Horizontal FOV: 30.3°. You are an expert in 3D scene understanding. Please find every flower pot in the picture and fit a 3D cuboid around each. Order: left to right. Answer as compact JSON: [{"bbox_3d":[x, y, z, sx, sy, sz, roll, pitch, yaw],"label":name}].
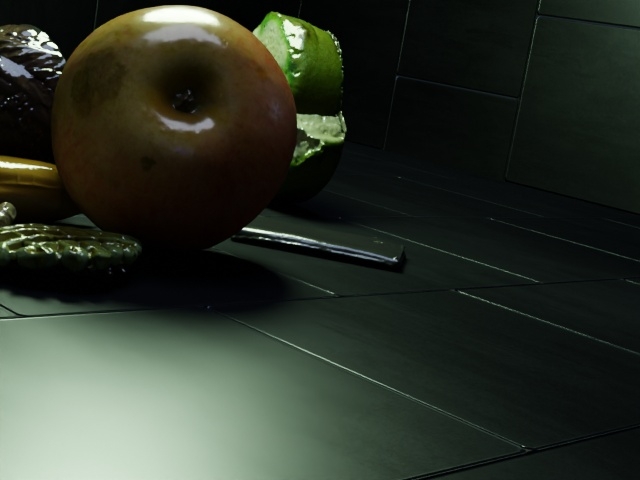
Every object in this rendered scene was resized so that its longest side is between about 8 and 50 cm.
[{"bbox_3d":[-0.543,-0.186,1.837,0.267,0.266,0.267,-20,25,-31],"label":"flower pot"}]

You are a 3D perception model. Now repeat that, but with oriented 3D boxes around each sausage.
[{"bbox_3d":[-0.454,-0.073,1.742,0.328,0.112,0.112,4,12,-40],"label":"sausage"}]

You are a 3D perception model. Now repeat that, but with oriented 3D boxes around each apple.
[{"bbox_3d":[-0.210,-0.168,1.696,0.364,0.363,0.364,9,10,-2],"label":"apple"}]

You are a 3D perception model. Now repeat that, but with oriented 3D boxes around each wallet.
[{"bbox_3d":[0.000,0.001,1.955,0.286,0.030,0.146,12,14,6],"label":"wallet"}]

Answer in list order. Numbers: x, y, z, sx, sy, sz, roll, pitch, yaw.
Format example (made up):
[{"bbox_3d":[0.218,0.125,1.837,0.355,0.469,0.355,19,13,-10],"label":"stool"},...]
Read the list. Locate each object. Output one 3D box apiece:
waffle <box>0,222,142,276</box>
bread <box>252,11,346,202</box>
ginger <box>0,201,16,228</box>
[{"bbox_3d":[-0.337,0.012,1.492,0.208,0.054,0.214,8,6,1],"label":"waffle"},{"bbox_3d":[-0.079,-0.257,2.357,0.129,0.366,0.382,5,27,-32],"label":"bread"},{"bbox_3d":[-0.464,-0.034,1.527,0.051,0.069,0.173,-27,-26,19],"label":"ginger"}]
